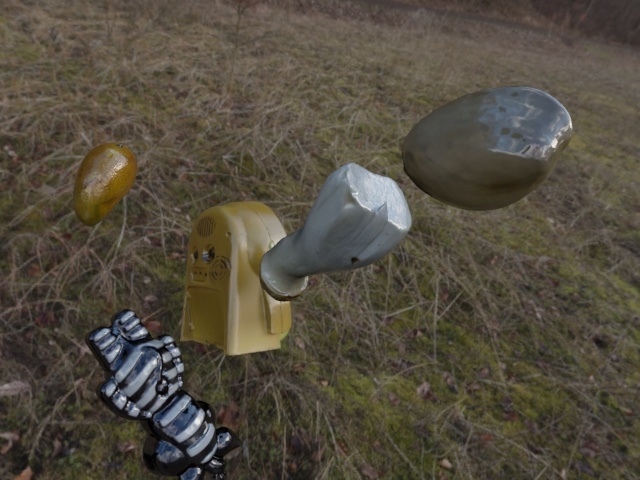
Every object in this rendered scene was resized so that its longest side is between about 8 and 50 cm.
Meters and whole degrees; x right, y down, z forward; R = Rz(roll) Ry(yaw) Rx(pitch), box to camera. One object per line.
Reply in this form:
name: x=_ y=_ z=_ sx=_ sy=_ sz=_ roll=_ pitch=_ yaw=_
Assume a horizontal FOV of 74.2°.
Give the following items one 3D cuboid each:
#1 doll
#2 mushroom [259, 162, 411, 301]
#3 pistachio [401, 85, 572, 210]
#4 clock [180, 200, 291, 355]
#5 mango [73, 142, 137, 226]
doll: x=-0.166 y=0.175 z=0.448 sx=0.067 sy=0.220 sz=0.091 roll=-19 pitch=16 yaw=36
mushroom: x=0.000 y=0.000 z=0.686 sx=0.159 sy=0.328 sz=0.122 roll=36 pitch=48 yaw=-18
pistachio: x=0.148 y=-0.082 z=0.394 sx=0.149 sy=0.113 sz=0.113 roll=8 pitch=25 yaw=34
clock: x=-0.184 y=0.072 z=0.932 sx=0.244 sy=0.318 sz=0.200 roll=0 pitch=3 yaw=41
mango: x=-0.408 y=-0.112 z=0.793 sx=0.089 sy=0.115 sz=0.165 roll=22 pitch=52 yaw=-6
